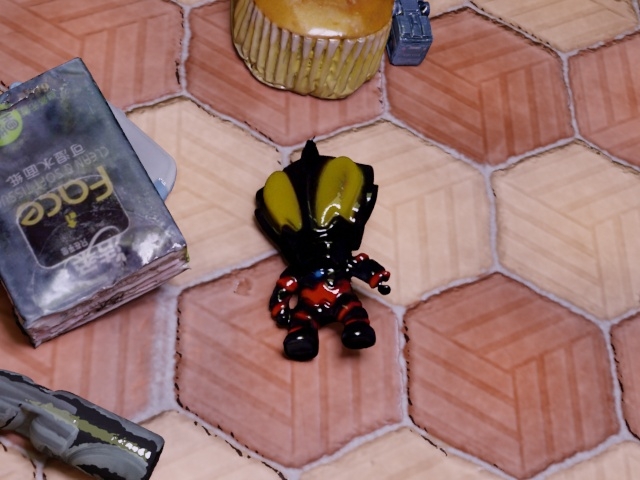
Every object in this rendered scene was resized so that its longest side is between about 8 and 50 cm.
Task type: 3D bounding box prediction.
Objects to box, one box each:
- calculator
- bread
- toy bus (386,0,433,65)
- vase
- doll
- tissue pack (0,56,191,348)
[{"bbox_3d":[-0.244,-0.095,1.529,0.210,0.039,0.121,42,54,15],"label":"calculator"},{"bbox_3d":[-0.006,-0.284,1.682,0.179,0.133,0.250,4,53,-9],"label":"bread"},{"bbox_3d":[0.090,-0.283,1.750,0.047,0.065,0.165,-1,57,-17],"label":"toy bus"},{"bbox_3d":[-0.243,0.156,1.330,0.211,0.060,0.060,26,52,2],"label":"vase"},{"bbox_3d":[0.001,-0.002,1.504,0.127,0.088,0.248,7,57,-12],"label":"doll"},{"bbox_3d":[-0.251,-0.039,1.431,0.173,0.073,0.235,-27,69,-10],"label":"tissue pack"}]
